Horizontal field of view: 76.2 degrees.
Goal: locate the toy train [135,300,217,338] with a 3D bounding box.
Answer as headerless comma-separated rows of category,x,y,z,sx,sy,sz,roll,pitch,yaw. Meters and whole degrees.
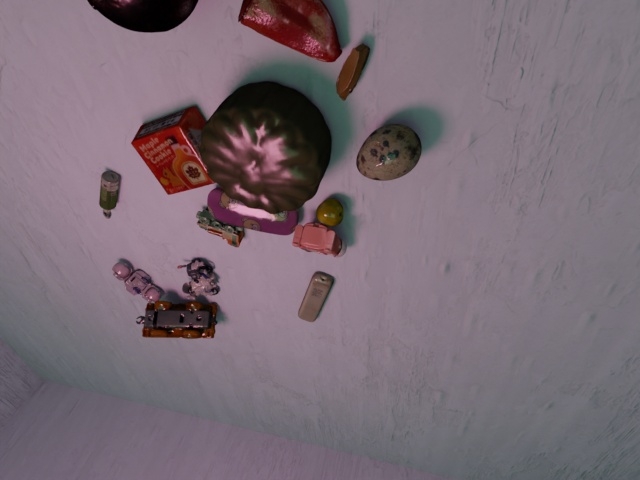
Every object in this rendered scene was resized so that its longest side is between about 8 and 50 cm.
toy train,-0.653,0.374,1.885,0.369,0.163,0.231,1,163,1

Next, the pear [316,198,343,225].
pear,0.029,-0.092,1.299,0.097,0.092,0.092,13,137,31

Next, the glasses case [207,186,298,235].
glasses case,-0.229,-0.098,1.379,0.316,0.076,0.123,13,124,5

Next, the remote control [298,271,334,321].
remote control,-0.024,0.238,1.652,0.090,0.038,0.309,19,135,0

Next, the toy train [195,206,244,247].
toy train,-0.364,-0.051,1.481,0.176,0.074,0.118,16,138,1

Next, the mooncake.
mooncake,-0.153,-0.244,1.142,0.356,0.194,0.356,10,133,11

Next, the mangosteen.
mangosteen,-0.367,-0.595,0.850,0.297,0.313,0.297,43,150,32

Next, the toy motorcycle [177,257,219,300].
toy motorcycle,-0.517,0.170,1.725,0.150,0.102,0.221,-4,136,-5

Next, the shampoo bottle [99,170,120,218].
shampoo bottle,-0.791,-0.166,1.525,0.065,0.065,0.204,29,134,-8

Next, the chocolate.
chocolate,-0.438,-0.268,1.279,0.237,0.108,0.234,-7,127,26

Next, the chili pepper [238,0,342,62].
chili pepper,-0.050,-0.512,0.932,0.253,0.136,0.144,24,91,-17

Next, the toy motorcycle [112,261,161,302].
toy motorcycle,-0.840,0.193,1.865,0.112,0.112,0.254,-23,122,34

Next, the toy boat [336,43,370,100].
toy boat,0.078,-0.411,1.007,0.047,0.049,0.149,48,139,16

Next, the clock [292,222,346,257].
clock,0.000,0.000,1.365,0.166,0.092,0.162,10,171,18

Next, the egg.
egg,0.176,-0.229,1.077,0.182,0.141,0.141,-22,121,33
